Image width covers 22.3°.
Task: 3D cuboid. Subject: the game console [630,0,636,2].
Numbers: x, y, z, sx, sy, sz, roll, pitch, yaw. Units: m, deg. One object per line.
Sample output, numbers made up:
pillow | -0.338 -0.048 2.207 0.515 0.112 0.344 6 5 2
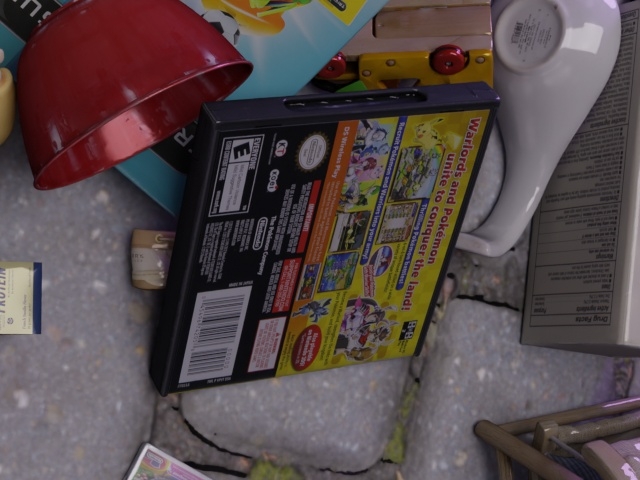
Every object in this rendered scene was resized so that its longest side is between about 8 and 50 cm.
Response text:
game console | 0.406 -0.341 1.627 0.213 0.044 0.361 38 71 -18

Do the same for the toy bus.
toy bus | 0.057 -0.158 1.403 0.191 0.202 0.104 -38 148 -22

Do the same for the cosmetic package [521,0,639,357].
cosmetic package | 0.283 -0.051 1.481 0.113 0.160 0.309 9 84 -26

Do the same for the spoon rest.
spoon rest | 0.185 -0.117 1.470 0.084 0.137 0.276 20 89 -56

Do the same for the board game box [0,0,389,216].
board game box | -0.093 -0.222 1.253 0.254 0.079 0.336 41 105 -18

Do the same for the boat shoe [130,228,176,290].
boat shoe | -0.077 -0.001 1.351 0.170 0.063 0.059 -11 98 -26

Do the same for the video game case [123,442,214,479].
video game case | -0.137 0.239 1.334 0.087 0.011 0.122 33 73 -21

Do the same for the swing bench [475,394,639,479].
swing bench | 0.315 0.221 1.424 0.253 0.254 0.165 -9 90 -27

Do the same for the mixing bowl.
mixing bowl | -0.150 -0.122 1.171 0.181 0.181 0.098 -29 86 -25

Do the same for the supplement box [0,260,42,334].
supplement box | -0.264 0.044 1.243 0.083 0.083 0.056 2 86 -26

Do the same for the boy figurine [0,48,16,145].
boy figurine | -0.299 -0.118 1.198 0.092 0.177 0.285 -39 138 -46

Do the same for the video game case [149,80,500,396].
video game case | 0.000 0.000 1.312 0.248 0.035 0.275 -7 131 -26
